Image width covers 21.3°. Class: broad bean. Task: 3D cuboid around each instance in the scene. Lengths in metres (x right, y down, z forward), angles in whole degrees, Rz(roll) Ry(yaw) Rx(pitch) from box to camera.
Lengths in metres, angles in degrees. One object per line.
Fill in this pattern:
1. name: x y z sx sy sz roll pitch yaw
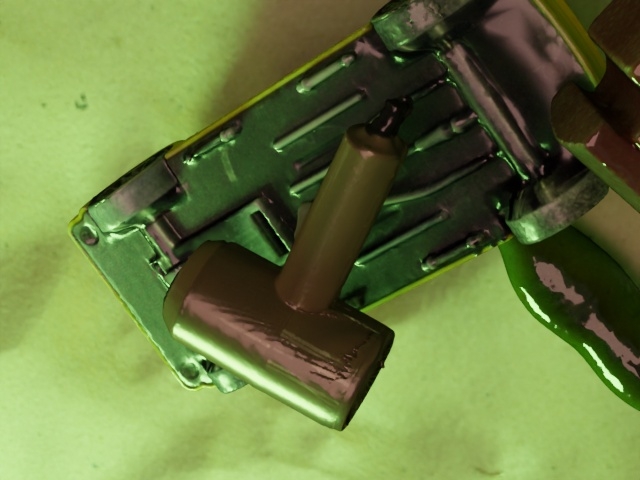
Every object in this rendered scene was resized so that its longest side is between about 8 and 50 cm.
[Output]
1. broad bean: 0.188 0.063 0.979 0.254 0.046 0.065 38 114 5

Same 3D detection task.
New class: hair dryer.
1. hair dryer: 0.000 0.000 0.866 0.117 0.064 0.181 30 117 8

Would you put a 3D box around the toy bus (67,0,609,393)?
1. toy bus: 0.023 -0.044 0.953 0.330 0.152 0.144 -29 102 33

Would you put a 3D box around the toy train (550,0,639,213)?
1. toy train: 0.272 -0.053 0.785 0.304 0.150 0.221 39 102 -12
